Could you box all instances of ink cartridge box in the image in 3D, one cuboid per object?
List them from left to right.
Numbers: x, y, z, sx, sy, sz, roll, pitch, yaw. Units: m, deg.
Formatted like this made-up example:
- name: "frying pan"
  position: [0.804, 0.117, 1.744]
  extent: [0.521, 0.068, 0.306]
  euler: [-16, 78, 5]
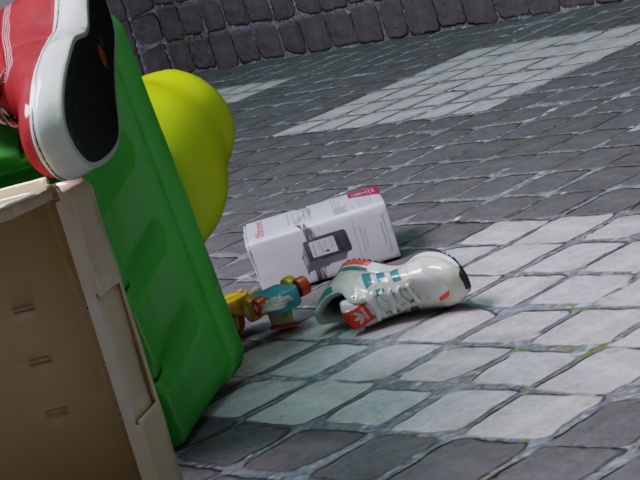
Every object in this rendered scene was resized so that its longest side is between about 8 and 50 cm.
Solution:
- name: "ink cartridge box"
  position: [0.000, 0.000, 1.954]
  extent: [0.150, 0.063, 0.109]
  euler: [-17, 12, 1]

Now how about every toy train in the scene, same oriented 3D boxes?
- name: "toy train"
  position: [-0.085, 0.082, 1.749]
  extent: [0.166, 0.046, 0.125]
  euler: [-15, 12, 24]

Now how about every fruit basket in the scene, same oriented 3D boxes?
- name: "fruit basket"
  position: [-0.211, -0.021, 1.595]
  extent: [0.282, 0.392, 0.392]
  euler: [-16, 12, 6]

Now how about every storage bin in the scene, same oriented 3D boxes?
- name: "storage bin"
  position: [-0.258, 0.112, 1.307]
  extent: [0.260, 0.262, 0.123]
  euler: [-14, 10, 15]

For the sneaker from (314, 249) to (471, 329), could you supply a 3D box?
- name: "sneaker"
  position: [0.061, 0.054, 1.672]
  extent: [0.161, 0.057, 0.075]
  euler: [-3, 34, 45]

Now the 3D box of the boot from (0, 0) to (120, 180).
- name: "boot"
  position: [-0.240, -0.101, 1.349]
  extent: [0.176, 0.088, 0.244]
  euler: [-17, 32, 5]
